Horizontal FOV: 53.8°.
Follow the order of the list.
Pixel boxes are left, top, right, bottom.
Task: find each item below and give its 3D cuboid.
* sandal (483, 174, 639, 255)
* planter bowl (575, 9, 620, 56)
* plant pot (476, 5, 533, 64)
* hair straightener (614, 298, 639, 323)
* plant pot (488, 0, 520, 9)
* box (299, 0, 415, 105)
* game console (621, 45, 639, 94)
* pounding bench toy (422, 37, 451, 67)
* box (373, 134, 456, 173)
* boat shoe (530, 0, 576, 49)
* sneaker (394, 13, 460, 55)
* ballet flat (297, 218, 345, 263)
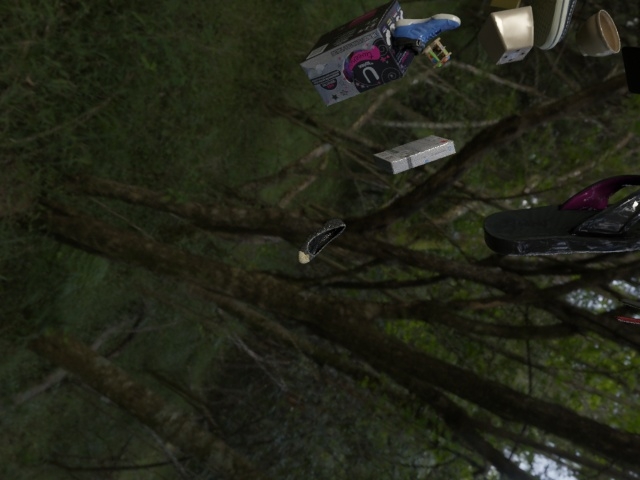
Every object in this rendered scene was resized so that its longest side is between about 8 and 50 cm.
[{"bbox_3d":[0.541,-0.055,1.210,0.167,0.445,0.107,-92,174,-62],"label":"sandal"},{"bbox_3d":[0.999,-0.737,2.294,0.109,0.162,0.162,-18,-156,45],"label":"planter bowl"},{"bbox_3d":[0.468,-0.501,1.566,0.109,0.109,0.096,112,-36,-76],"label":"plant pot"},{"bbox_3d":[0.789,0.156,1.412,0.047,0.230,0.089,15,85,-56],"label":"hair straightener"},{"bbox_3d":[0.505,-0.679,1.691,0.083,0.081,0.081,21,81,-82],"label":"plant pot"},{"bbox_3d":[0.102,-0.468,1.600,0.142,0.247,0.163,53,45,-27],"label":"box"},{"bbox_3d":[0.719,-0.374,1.349,0.122,0.107,0.071,57,16,-36],"label":"game console"},{"bbox_3d":[0.326,-0.524,1.783,0.052,0.065,0.083,-36,-173,37],"label":"pounding bench toy"},{"bbox_3d":[0.257,-0.240,1.748,0.145,0.186,0.038,-135,-155,-68],"label":"box"},{"bbox_3d":[0.705,-0.761,1.746,0.187,0.156,0.500,154,-48,-78],"label":"boat shoe"},{"bbox_3d":[0.246,-0.470,1.460,0.058,0.152,0.084,31,60,-73],"label":"sneaker"},{"bbox_3d":[0.000,0.000,1.813,0.173,0.049,0.057,-46,123,-10],"label":"ballet flat"}]
